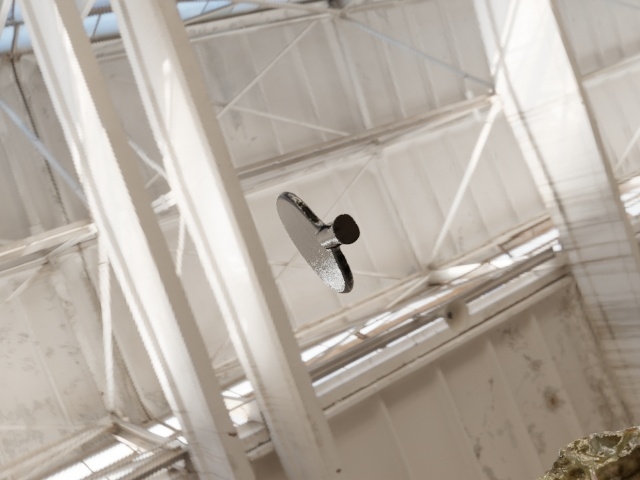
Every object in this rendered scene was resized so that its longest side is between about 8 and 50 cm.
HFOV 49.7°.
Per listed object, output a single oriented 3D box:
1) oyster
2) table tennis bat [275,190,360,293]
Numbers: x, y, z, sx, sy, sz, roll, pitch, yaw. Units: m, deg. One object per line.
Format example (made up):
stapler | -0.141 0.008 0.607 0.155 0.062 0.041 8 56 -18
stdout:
oyster | 0.393 0.213 0.687 0.361 0.221 0.096 -10 -123 -8
table tennis bat | 0.000 0.000 0.820 0.027 0.236 0.150 -35 -87 -14
